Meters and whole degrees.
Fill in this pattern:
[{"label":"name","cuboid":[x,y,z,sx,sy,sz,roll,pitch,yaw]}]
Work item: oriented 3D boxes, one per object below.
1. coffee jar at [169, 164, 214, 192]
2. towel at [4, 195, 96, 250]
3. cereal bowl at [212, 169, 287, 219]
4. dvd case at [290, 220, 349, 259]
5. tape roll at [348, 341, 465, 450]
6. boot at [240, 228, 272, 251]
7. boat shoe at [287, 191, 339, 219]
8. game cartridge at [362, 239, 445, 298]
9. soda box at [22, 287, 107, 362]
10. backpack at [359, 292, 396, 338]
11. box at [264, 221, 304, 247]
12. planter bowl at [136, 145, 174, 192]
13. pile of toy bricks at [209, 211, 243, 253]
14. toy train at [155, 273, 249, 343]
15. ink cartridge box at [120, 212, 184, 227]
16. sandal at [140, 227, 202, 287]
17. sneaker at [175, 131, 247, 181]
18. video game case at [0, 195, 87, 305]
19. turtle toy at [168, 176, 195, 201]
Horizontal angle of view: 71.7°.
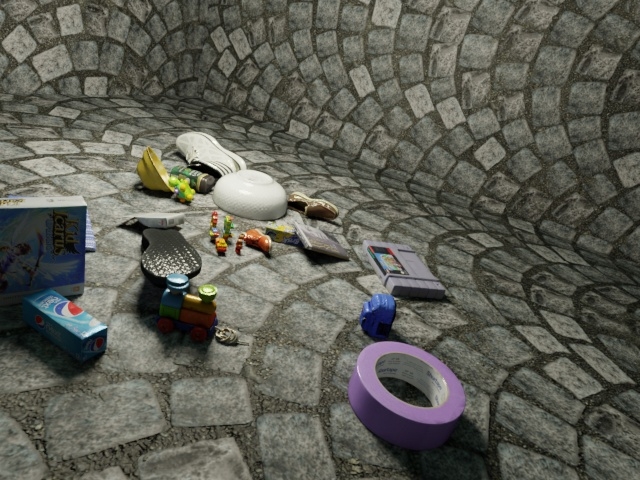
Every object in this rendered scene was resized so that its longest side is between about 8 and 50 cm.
[{"label":"coffee jar","cuboid":[-0.581,-0.278,2.016,0.185,0.079,0.096,19,25,6]},{"label":"towel","cuboid":[-0.878,-0.053,1.430,0.243,0.040,0.336,0,31,-34]},{"label":"cereal bowl","cuboid":[-0.306,-0.225,1.998,0.339,0.141,0.339,14,24,-6]},{"label":"dvd case","cuboid":[0.000,0.000,1.757,0.221,0.018,0.164,16,28,-38]},{"label":"tape roll","cuboid":[0.211,0.375,1.102,0.275,0.090,0.274,13,26,-6]},{"label":"boot","cuboid":[-0.240,0.004,1.659,0.085,0.059,0.158,-7,24,-34]},{"label":"boat shoe","cuboid":[-0.043,-0.145,2.062,0.258,0.095,0.095,20,38,22]},{"label":"game cartridge","cuboid":[0.319,0.106,1.771,0.230,0.068,0.355,11,25,-20]},{"label":"soda box","cuboid":[-0.593,0.193,1.026,0.210,0.071,0.067,25,26,19]},{"label":"backpack","cuboid":[0.178,0.225,1.358,0.101,0.120,0.098,11,26,-10]},{"label":"box","cuboid":[-0.136,-0.022,1.771,0.169,0.054,0.059,13,25,-4]},{"label":"planter bowl","cuboid":[-0.713,-0.281,1.876,0.090,0.217,0.217,-28,36,-5]},{"label":"pile of toy bricks","cuboid":[-0.344,-0.043,1.630,0.118,0.105,0.212,4,27,-24]},{"label":"toy train","cuboid":[-0.291,0.179,1.148,0.248,0.143,0.105,15,25,-2]},{"label":"ink cartridge box","cuboid":[-0.605,-0.073,1.599,0.180,0.045,0.145,-1,9,8]},{"label":"sandal","cuboid":[-0.465,0.066,1.362,0.168,0.106,0.446,3,15,-23]},{"label":"sneaker","cuboid":[-0.605,-0.417,2.185,0.448,0.169,0.258,29,26,21]},{"label":"video game case","cuboid":[-0.707,0.027,1.072,0.245,0.269,0.061,-8,34,-40]},{"label":"turtle toy","cuboid":[-0.584,-0.214,1.859,0.066,0.130,0.095,-28,24,5]}]
